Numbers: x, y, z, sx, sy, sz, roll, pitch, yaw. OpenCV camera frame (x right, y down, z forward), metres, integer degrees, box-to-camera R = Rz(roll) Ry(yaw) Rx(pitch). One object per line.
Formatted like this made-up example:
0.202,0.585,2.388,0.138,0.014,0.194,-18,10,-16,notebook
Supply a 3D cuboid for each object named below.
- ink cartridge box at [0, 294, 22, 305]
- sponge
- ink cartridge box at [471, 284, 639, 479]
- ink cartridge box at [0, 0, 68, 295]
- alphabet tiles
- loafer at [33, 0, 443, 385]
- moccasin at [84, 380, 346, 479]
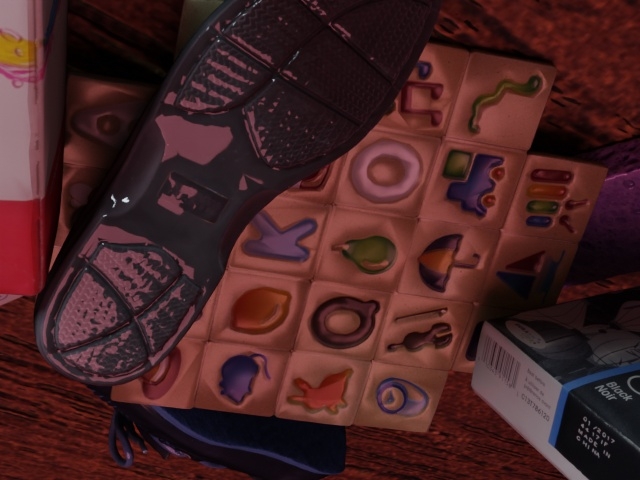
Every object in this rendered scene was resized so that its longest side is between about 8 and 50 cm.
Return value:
-0.280,-0.011,0.735,0.235,0.056,0.171,-23,139,23,ink cartridge box
0.167,-0.008,0.769,0.210,0.031,0.117,-16,141,18,sponge
0.284,0.086,0.734,0.332,0.165,0.065,-9,120,-29,ink cartridge box
-0.227,-0.127,0.478,0.226,0.131,0.306,6,131,-9,ink cartridge box
0.000,0.000,0.696,0.342,0.011,0.285,8,118,-13,alphabet tiles
-0.058,-0.059,0.597,0.109,0.095,0.302,35,99,-29,loafer
-0.105,0.136,0.869,0.117,0.138,0.342,-17,140,27,moccasin
